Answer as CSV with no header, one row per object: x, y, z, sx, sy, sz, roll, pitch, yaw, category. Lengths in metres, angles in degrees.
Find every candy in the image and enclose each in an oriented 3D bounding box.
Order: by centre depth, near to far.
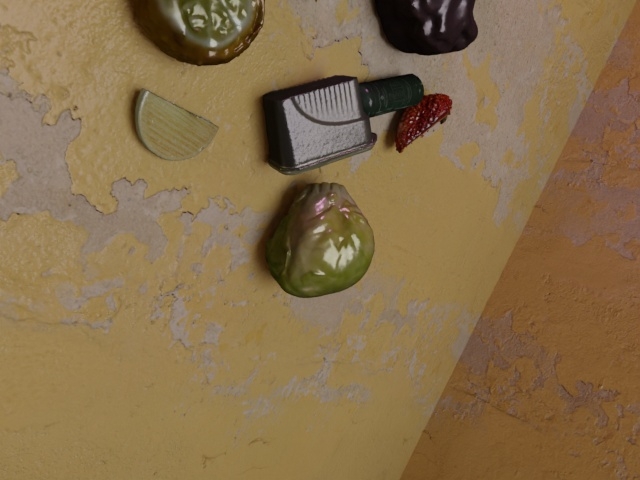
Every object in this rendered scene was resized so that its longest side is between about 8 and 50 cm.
-0.216,-0.452,0.892,0.260,0.118,0.259,-22,123,-39,candy

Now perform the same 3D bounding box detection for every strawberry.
0.306,-0.381,1.511,0.236,0.106,0.175,-36,175,-44,strawberry

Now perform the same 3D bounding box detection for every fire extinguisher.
0.157,-0.398,1.346,0.311,0.095,0.114,-26,115,-37,fire extinguisher

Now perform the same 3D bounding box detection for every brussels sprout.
0.008,0.010,1.309,0.274,0.243,0.316,28,83,-26,brussels sprout

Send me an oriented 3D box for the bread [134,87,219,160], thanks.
-0.302,-0.218,0.990,0.193,0.036,0.112,17,102,-54,bread

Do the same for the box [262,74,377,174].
-0.002,-0.283,1.177,0.274,0.138,0.178,-24,123,-23,box

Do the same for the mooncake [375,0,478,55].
0.305,-0.684,1.275,0.351,0.212,0.381,-6,113,-39,mooncake
